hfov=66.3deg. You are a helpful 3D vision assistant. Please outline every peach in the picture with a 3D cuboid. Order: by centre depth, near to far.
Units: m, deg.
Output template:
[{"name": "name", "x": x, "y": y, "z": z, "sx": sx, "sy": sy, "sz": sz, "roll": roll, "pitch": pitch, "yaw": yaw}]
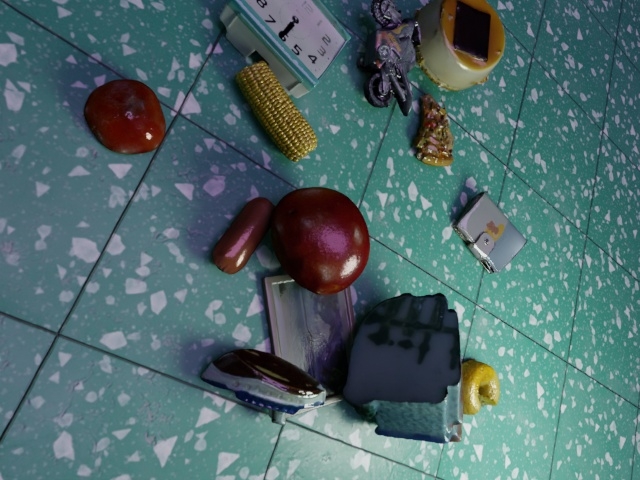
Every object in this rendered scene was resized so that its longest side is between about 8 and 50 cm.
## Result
[{"name": "peach", "x": 0.000, "y": 0.000, "z": 1.066, "sx": 0.243, "sy": 0.199, "sz": 0.244, "roll": 37, "pitch": 34, "yaw": -31}]

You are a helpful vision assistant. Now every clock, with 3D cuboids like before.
[{"name": "clock", "x": -0.084, "y": -0.501, "z": 1.166, "sx": 0.262, "sy": 0.116, "sz": 0.231, "roll": 43, "pitch": 57, "yaw": -22}]

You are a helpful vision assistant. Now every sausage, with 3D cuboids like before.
[{"name": "sausage", "x": -0.162, "y": -0.013, "z": 1.054, "sx": 0.077, "sy": 0.077, "sz": 0.194, "roll": 42, "pitch": 62, "yaw": -21}]

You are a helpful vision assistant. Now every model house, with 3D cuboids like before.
[{"name": "model house", "x": 0.234, "y": 0.346, "z": 1.194, "sx": 0.295, "sy": 0.251, "sz": 0.329, "roll": -77, "pitch": 151, "yaw": -44}]

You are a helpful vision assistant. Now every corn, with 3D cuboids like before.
[{"name": "corn", "x": -0.102, "y": -0.295, "z": 1.126, "sx": 0.093, "sy": 0.093, "sz": 0.244, "roll": -43, "pitch": 102, "yaw": -31}]

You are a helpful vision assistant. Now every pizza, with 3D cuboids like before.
[{"name": "pizza", "x": 0.346, "y": -0.318, "z": 1.438, "sx": 0.147, "sy": 0.069, "sz": 0.227, "roll": 22, "pitch": 71, "yaw": -26}]

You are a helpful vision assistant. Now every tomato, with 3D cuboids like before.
[{"name": "tomato", "x": -0.374, "y": -0.247, "z": 0.953, "sx": 0.155, "sy": 0.069, "sz": 0.156, "roll": 6, "pitch": 79, "yaw": -31}]

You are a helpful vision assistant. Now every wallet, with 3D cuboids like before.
[{"name": "wallet", "x": 0.513, "y": -0.019, "z": 1.500, "sx": 0.231, "sy": 0.069, "sz": 0.170, "roll": 45, "pitch": 79, "yaw": -15}]

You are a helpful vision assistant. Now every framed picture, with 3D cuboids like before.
[{"name": "framed picture", "x": -0.011, "y": 0.226, "z": 1.143, "sx": 0.231, "sy": 0.024, "sz": 0.315, "roll": -7, "pitch": 85, "yaw": -33}]

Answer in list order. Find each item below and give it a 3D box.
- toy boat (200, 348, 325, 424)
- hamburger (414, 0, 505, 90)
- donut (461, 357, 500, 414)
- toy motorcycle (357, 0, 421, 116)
[{"name": "toy boat", "x": -0.117, "y": 0.308, "z": 1.012, "sx": 0.261, "sy": 0.114, "sz": 0.115, "roll": 28, "pitch": 106, "yaw": -15}, {"name": "hamburger", "x": 0.400, "y": -0.583, "z": 1.451, "sx": 0.293, "sy": 0.179, "sz": 0.276, "roll": 9, "pitch": 78, "yaw": -23}, {"name": "donut", "x": 0.440, "y": 0.410, "z": 1.380, "sx": 0.181, "sy": 0.078, "sz": 0.146, "roll": 2, "pitch": 84, "yaw": -34}, {"name": "toy motorcycle", "x": 0.198, "y": -0.503, "z": 1.334, "sx": 0.173, "sy": 0.108, "sz": 0.308, "roll": 5, "pitch": 90, "yaw": -30}]
